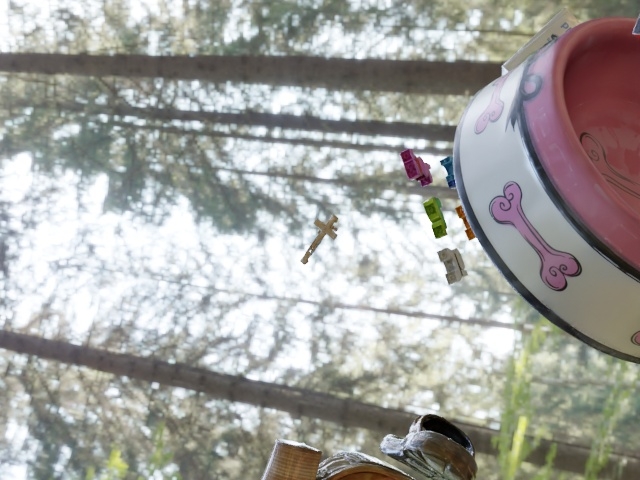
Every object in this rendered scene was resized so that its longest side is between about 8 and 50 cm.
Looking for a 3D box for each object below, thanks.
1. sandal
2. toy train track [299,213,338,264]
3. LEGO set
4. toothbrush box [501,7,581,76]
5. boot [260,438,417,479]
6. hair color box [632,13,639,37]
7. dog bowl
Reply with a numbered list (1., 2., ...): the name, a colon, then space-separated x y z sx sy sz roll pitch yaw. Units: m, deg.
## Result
1. sandal: 0.111 0.197 0.816 0.060 0.090 0.219 -60 -9 -15
2. toy train track: 0.000 0.000 1.204 0.083 0.048 0.014 -54 -37 5
3. LEGO set: 0.219 -0.049 1.352 0.093 0.087 0.227 3 -114 -59
4. toothbrush box: 0.384 -0.209 1.272 0.122 0.206 0.283 -42 -5 10
5. boot: 0.013 0.308 0.924 0.073 0.197 0.153 179 107 -70
6. hair color box: 0.292 -0.210 0.617 0.043 0.072 0.141 15 -81 -30
7. dog bowl: 0.362 -0.075 0.939 0.150 0.407 0.408 -55 9 53
